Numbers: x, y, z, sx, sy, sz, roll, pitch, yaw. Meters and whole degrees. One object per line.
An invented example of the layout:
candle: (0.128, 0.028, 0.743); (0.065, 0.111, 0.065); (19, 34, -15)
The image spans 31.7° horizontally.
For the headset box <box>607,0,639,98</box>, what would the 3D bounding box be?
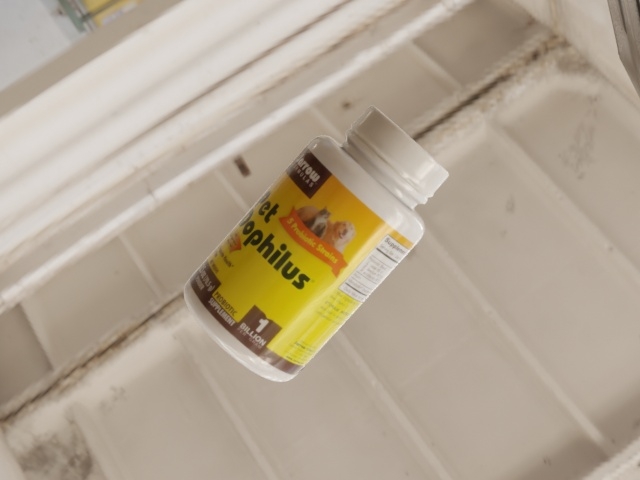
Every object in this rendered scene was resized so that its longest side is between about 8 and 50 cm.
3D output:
headset box: (0.285, -0.194, 0.557); (0.293, 0.218, 0.110); (-17, -139, 10)

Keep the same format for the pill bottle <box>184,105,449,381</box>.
pill bottle: (0.000, 0.000, 0.892); (0.215, 0.117, 0.117); (-48, -126, 6)
